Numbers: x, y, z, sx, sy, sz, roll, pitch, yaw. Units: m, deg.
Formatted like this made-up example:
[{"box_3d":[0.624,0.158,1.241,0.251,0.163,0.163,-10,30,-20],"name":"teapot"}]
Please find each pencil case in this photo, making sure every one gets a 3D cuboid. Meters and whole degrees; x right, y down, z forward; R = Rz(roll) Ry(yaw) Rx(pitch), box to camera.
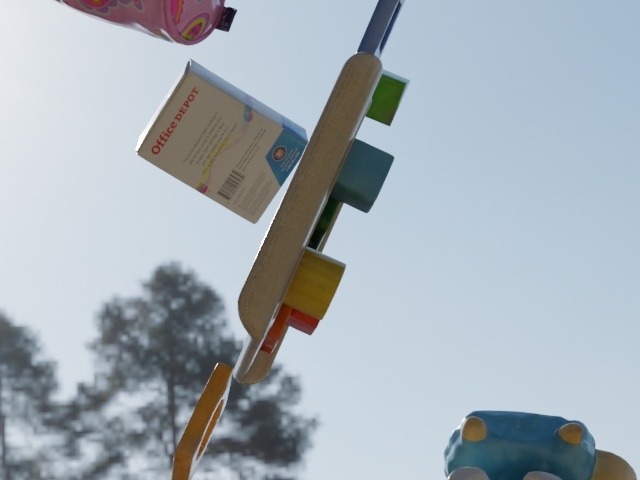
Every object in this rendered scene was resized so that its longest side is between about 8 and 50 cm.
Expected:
[{"box_3d":[-0.224,-0.289,1.443,0.284,0.124,0.124,20,-10,24],"name":"pencil case"}]

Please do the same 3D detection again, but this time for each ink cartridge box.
[{"box_3d":[-0.085,-0.086,1.207,0.122,0.052,0.088,31,-74,-15],"name":"ink cartridge box"}]

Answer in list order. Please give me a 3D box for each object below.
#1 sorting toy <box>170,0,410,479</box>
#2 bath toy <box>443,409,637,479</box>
[{"box_3d":[0.000,0.000,0.874,0.047,0.348,0.196,23,-15,3],"name":"sorting toy"},{"box_3d":[0.120,0.248,0.783,0.151,0.348,0.129,8,-57,7],"name":"bath toy"}]
